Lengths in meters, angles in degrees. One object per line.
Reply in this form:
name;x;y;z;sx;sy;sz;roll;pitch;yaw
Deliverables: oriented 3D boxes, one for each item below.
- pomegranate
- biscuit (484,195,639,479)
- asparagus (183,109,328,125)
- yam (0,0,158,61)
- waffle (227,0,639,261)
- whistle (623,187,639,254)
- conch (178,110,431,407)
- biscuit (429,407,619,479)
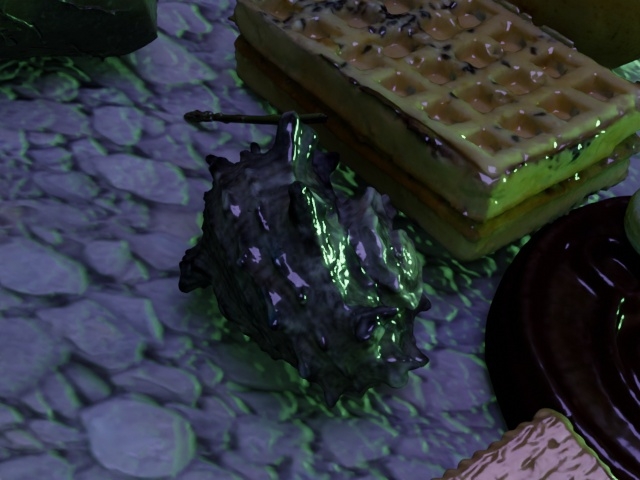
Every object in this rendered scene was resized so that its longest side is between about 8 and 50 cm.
pomegranate;0.292;-0.310;1.374;0.264;0.264;0.264;8;50;-9
biscuit;0.353;0.116;1.145;0.407;0.091;0.407;8;49;-9
asparagus;-0.066;-0.120;1.223;0.166;0.013;0.016;3;69;28
yam;-0.299;-0.263;1.205;0.271;0.201;0.202;-4;90;-36
waffle;0.116;-0.159;1.246;0.261;0.114;0.376;-27;51;-29
whistle;0.361;0.017;1.139;0.104;0.057;0.198;-15;52;-27
conch;0.003;0.010;1.084;0.241;0.186;0.313;23;17;-39
biscuit;0.134;0.252;0.969;0.250;0.030;0.160;-31;63;-16
